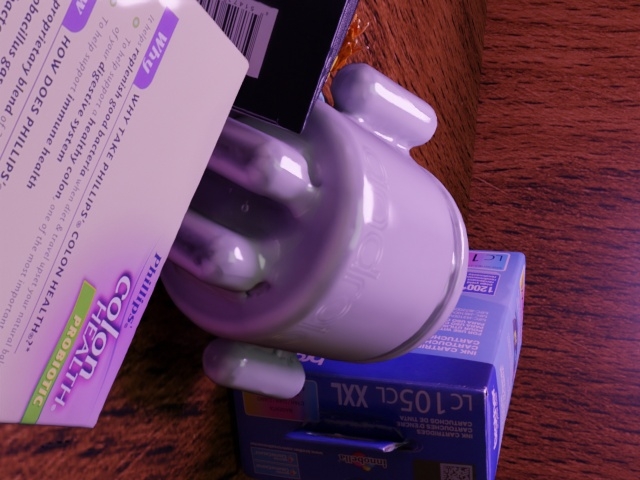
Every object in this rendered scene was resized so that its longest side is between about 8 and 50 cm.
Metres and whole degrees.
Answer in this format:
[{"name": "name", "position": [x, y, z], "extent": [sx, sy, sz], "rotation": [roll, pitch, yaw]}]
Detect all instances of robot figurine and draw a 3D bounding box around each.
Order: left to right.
[{"name": "robot figurine", "position": [0.000, 0.000, 0.730], "extent": [0.353, 0.200, 0.299], "rotation": [21, 100, -55]}]

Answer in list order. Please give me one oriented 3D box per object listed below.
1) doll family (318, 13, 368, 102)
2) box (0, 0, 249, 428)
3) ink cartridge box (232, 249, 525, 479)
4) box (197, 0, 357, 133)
[{"name": "doll family", "position": [-0.020, -0.162, 0.833], "extent": [0.163, 0.119, 0.262], "rotation": [49, 48, -66]}, {"name": "box", "position": [-0.161, -0.045, 0.356], "extent": [0.213, 0.117, 0.243], "rotation": [-68, 158, -7]}, {"name": "ink cartridge box", "position": [0.076, 0.146, 0.950], "extent": [0.395, 0.270, 0.151], "rotation": [-53, 141, -60]}, {"name": "box", "position": [-0.048, -0.190, 0.617], "extent": [0.207, 0.153, 0.108], "rotation": [-70, -179, -55]}]
